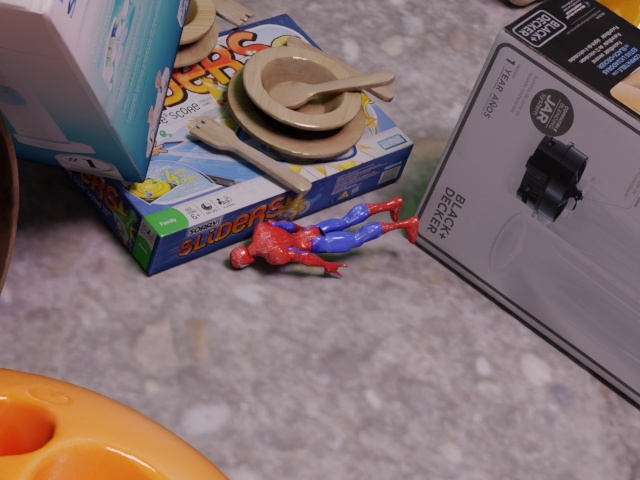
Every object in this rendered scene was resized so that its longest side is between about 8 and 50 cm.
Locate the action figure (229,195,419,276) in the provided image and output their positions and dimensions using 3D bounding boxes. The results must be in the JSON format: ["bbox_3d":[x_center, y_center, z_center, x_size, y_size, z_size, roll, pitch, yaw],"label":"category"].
[{"bbox_3d":[0.000,0.000,1.008,0.115,0.030,0.038,-10,45,-24],"label":"action figure"}]

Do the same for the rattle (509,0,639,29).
[{"bbox_3d":[0.211,-0.230,1.202,0.130,0.200,0.143,-7,50,-28],"label":"rattle"}]

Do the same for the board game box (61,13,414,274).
[{"bbox_3d":[-0.060,-0.065,1.043,0.201,0.035,0.136,-22,58,-38],"label":"board game box"}]

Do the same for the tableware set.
[{"bbox_3d":[-0.056,-0.117,1.041,0.194,0.039,0.128,31,43,9],"label":"tableware set"}]

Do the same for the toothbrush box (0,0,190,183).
[{"bbox_3d":[-0.194,-0.137,0.838,0.216,0.295,0.126,12,80,5],"label":"toothbrush box"}]

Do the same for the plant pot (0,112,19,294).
[{"bbox_3d":[-0.297,-0.016,0.792,0.230,0.215,0.215,23,40,22],"label":"plant pot"}]

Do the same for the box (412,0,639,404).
[{"bbox_3d":[0.209,0.004,0.990,0.290,0.169,0.087,36,42,17],"label":"box"}]

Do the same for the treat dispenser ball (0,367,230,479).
[{"bbox_3d":[-0.129,0.185,0.572,0.288,0.288,0.288,12,43,-11],"label":"treat dispenser ball"}]
